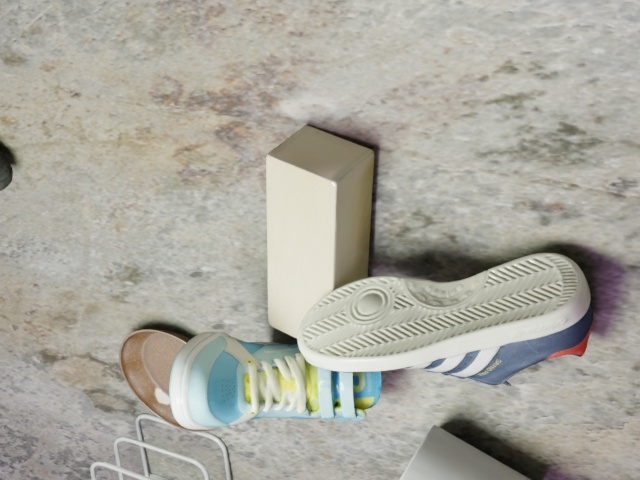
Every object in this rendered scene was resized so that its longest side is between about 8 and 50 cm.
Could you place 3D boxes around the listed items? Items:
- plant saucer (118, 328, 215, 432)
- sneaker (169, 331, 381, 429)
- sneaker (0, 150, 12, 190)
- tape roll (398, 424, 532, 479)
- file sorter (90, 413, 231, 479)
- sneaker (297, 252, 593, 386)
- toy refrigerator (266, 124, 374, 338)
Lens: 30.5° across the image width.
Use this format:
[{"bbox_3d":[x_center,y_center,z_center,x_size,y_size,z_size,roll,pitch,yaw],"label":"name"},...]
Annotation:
[{"bbox_3d":[-0.218,0.207,1.800,0.198,0.036,0.198,18,132,21],"label":"plant saucer"},{"bbox_3d":[-0.042,0.179,1.515,0.208,0.319,0.127,-1,90,24],"label":"sneaker"},{"bbox_3d":[-0.547,-0.193,1.660,0.281,0.106,0.162,35,132,6],"label":"sneaker"},{"bbox_3d":[0.163,0.389,1.549,0.169,0.246,0.246,30,134,11],"label":"tape roll"},{"bbox_3d":[-0.281,0.428,1.846,0.193,0.277,0.173,13,125,24],"label":"file sorter"},{"bbox_3d":[0.151,0.119,1.393,0.350,0.131,0.148,-8,140,19],"label":"sneaker"},{"bbox_3d":[0.000,0.000,1.465,0.102,0.094,0.269,23,132,26],"label":"toy refrigerator"}]
